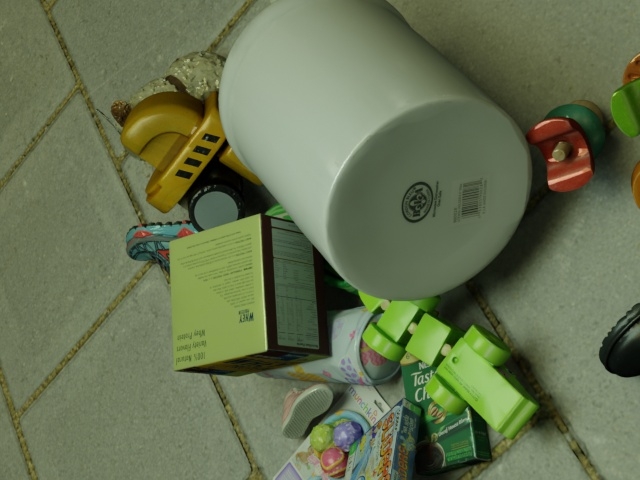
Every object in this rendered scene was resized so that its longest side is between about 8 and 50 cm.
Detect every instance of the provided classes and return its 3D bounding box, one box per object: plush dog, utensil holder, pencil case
[{"bbox_3d":[-0.250,-0.248,2.292,0.225,0.210,0.262,-48,47,-13],"label":"plush dog"},{"bbox_3d":[0.068,-0.140,1.790,0.327,0.328,0.385,-57,35,15],"label":"utensil holder"},{"bbox_3d":[0.000,0.157,1.972,0.273,0.113,0.124,0,60,44],"label":"pencil case"}]

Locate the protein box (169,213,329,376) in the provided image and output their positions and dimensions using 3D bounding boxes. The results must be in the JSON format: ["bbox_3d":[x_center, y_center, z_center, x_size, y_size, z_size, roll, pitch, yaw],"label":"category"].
[{"bbox_3d":[-0.108,0.087,1.909,0.200,0.136,0.201,-16,71,40],"label":"protein box"}]

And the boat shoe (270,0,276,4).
[{"bbox_3d":[-0.057,-0.462,2.234,0.081,0.079,0.227,-34,61,21],"label":"boat shoe"}]

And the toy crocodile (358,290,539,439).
[{"bbox_3d":[0.170,0.146,1.776,0.340,0.105,0.115,39,102,36],"label":"toy crocodile"}]

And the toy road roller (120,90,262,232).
[{"bbox_3d":[-0.177,-0.185,2.100,0.329,0.241,0.202,-52,15,12],"label":"toy road roller"}]

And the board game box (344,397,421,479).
[{"bbox_3d":[0.079,0.330,1.780,0.136,0.035,0.201,-48,16,33],"label":"board game box"}]

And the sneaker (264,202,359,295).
[{"bbox_3d":[0.000,0.000,2.007,0.295,0.123,0.109,28,98,45],"label":"sneaker"}]

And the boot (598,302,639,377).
[{"bbox_3d":[0.475,0.141,1.536,0.246,0.094,0.207,-43,49,19],"label":"boot"}]

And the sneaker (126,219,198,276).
[{"bbox_3d":[-0.255,0.031,2.254,0.262,0.104,0.125,-6,77,43],"label":"sneaker"}]

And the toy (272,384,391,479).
[{"bbox_3d":[0.014,0.327,1.949,0.237,0.056,0.137,-54,49,18],"label":"toy"}]

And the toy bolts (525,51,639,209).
[{"bbox_3d":[0.407,-0.137,1.691,0.229,0.158,0.218,-13,110,30],"label":"toy bolts"}]

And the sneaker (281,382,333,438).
[{"bbox_3d":[-0.023,0.245,1.989,0.134,0.051,0.070,-55,23,41],"label":"sneaker"}]

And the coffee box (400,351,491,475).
[{"bbox_3d":[0.176,0.235,1.831,0.113,0.040,0.184,-23,63,37],"label":"coffee box"}]
